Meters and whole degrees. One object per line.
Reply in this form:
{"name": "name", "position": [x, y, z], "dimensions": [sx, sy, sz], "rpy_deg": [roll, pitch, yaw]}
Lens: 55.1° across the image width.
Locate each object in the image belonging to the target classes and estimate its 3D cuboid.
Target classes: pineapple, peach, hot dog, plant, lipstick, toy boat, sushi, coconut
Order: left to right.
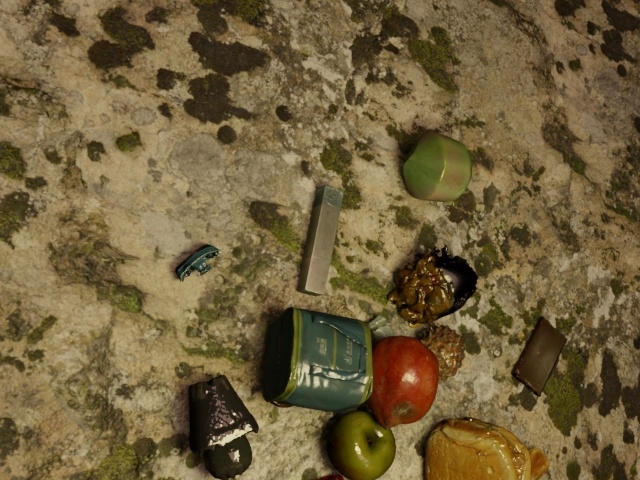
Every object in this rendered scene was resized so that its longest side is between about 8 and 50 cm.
{"name": "toy boat", "position": [-0.320, 0.062, 1.622], "dimensions": [0.061, 0.060, 0.137], "rpy_deg": [43, 58, 8]}
{"name": "plant", "position": [-0.250, 0.471, 1.544], "dimensions": [0.165, 0.142, 0.255], "rpy_deg": [-17, 85, -28]}
{"name": "lipstick", "position": [0.000, 0.000, 1.783], "dimensions": [0.066, 0.068, 0.317], "rpy_deg": [17, 74, -23]}
{"name": "peach", "position": [0.208, 0.394, 1.679], "dimensions": [0.232, 0.232, 0.256], "rpy_deg": [43, 52, -14]}
{"name": "sushi", "position": [0.336, 0.139, 1.860], "dimensions": [0.204, 0.213, 0.200], "rpy_deg": [-24, 57, -36]}
{"name": "coconut", "position": [0.358, -0.224, 1.923], "dimensions": [0.236, 0.204, 0.235], "rpy_deg": [-13, 131, -15]}
{"name": "pineapple", "position": [0.365, 0.331, 1.866], "dimensions": [0.193, 0.166, 0.166], "rpy_deg": [-34, 98, -57]}
{"name": "hot dog", "position": [0.631, 0.765, 1.958], "dimensions": [0.249, 0.076, 0.102], "rpy_deg": [-40, 87, -24]}

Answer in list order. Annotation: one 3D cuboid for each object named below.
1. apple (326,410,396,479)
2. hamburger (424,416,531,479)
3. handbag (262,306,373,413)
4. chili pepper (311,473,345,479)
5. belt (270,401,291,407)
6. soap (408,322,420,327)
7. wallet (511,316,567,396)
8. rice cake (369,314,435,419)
{"name": "apple", "position": [0.109, 0.566, 1.687], "dimensions": [0.197, 0.157, 0.196], "rpy_deg": [13, 62, -24]}
{"name": "hamburger", "position": [0.444, 0.662, 1.762], "dimensions": [0.174, 0.305, 0.284], "rpy_deg": [8, 87, -35]}
{"name": "handbag", "position": [-0.006, 0.318, 1.635], "dimensions": [0.241, 0.222, 0.263], "rpy_deg": [14, 60, -24]}
{"name": "chili pepper", "position": [0.053, 0.809, 1.636], "dimensions": [0.131, 0.135, 0.338], "rpy_deg": [-9, 85, -30]}
{"name": "belt", "position": [-0.109, 0.424, 1.679], "dimensions": [0.083, 0.036, 0.059], "rpy_deg": [31, 63, -18]}
{"name": "soap", "position": [0.312, 0.251, 1.924], "dimensions": [0.089, 0.012, 0.034], "rpy_deg": [-13, 87, -27]}
{"name": "wallet", "position": [0.750, 0.395, 2.100], "dimensions": [0.133, 0.039, 0.243], "rpy_deg": [40, 67, -8]}
{"name": "rice cake", "position": [0.239, 0.380, 1.839], "dimensions": [0.066, 0.063, 0.336], "rpy_deg": [-31, 96, -22]}
